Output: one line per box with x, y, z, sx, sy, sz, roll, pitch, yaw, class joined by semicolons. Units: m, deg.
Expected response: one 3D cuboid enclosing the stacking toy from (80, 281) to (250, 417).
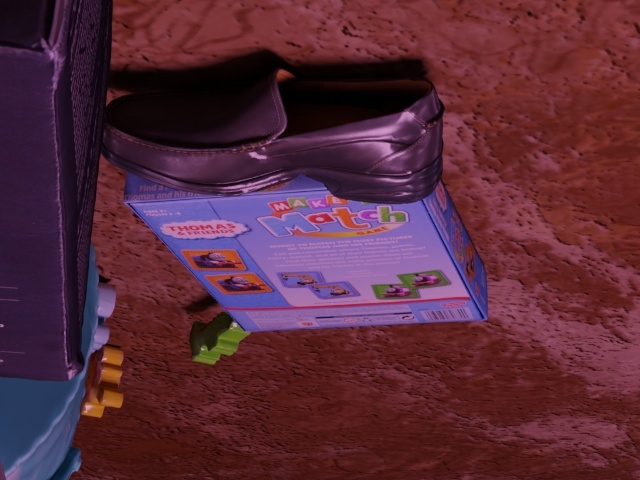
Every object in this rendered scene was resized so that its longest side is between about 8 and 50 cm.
-0.174;0.061;1.123;0.167;0.052;0.221;16;153;-33;stacking toy

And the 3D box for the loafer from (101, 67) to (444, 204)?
-0.023;-0.060;0.798;0.170;0.062;0.061;1;136;-4;loafer

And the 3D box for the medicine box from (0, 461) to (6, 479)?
-0.287;0.136;0.531;0.263;0.149;0.289;-33;160;34;medicine box

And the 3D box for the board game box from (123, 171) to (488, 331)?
0.000;0.000;0.953;0.160;0.039;0.211;-3;158;15;board game box

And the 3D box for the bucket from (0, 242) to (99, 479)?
-0.246;0.054;0.836;0.281;0.281;0.183;9;154;-14;bucket

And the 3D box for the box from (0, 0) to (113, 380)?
-0.246;-0.088;0.578;0.343;0.178;0.312;6;159;-6;box
